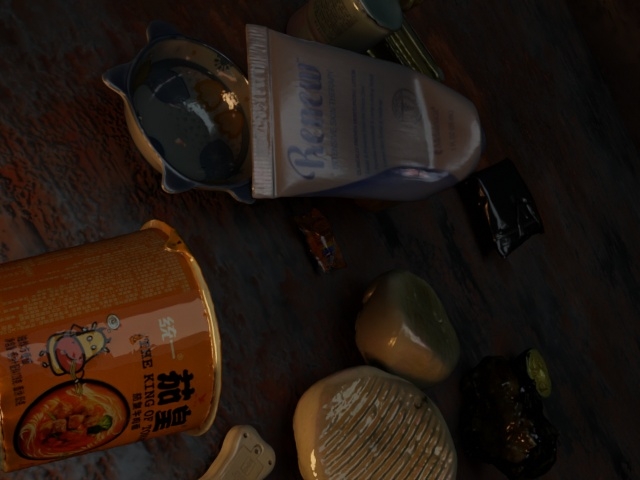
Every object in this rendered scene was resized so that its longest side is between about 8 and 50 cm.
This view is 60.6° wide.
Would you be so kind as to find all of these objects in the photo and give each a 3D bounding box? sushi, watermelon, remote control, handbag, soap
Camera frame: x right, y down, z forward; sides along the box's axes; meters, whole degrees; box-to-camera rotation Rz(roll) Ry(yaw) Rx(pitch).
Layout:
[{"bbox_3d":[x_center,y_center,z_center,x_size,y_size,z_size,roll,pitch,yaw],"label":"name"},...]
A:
[{"bbox_3d":[0.323,0.316,0.981,0.115,0.147,0.212,33,35,-24],"label":"sushi"},{"bbox_3d":[0.441,0.283,1.154,0.106,0.062,0.105,29,48,-38],"label":"watermelon"},{"bbox_3d":[-0.104,0.278,0.637,0.074,0.032,0.122,54,44,-14],"label":"remote control"},{"bbox_3d":[0.433,-0.081,1.281,0.254,0.089,0.211,-23,84,-46],"label":"handbag"},{"bbox_3d":[0.161,-0.389,1.149,0.233,0.076,0.135,47,46,-22],"label":"soap"}]

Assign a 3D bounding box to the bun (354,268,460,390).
[{"bbox_3d":[0.123,0.140,0.855,0.178,0.128,0.193,35,32,-31],"label":"bun"}]

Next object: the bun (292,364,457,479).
[{"bbox_3d":[0.064,0.284,0.740,0.237,0.116,0.210,34,56,-2],"label":"bun"}]

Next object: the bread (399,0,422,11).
[{"bbox_3d":[0.132,-0.608,1.179,0.311,0.121,0.172,-5,76,-47],"label":"bread"}]

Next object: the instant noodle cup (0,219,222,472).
[{"bbox_3d":[-0.211,0.096,0.492,0.172,0.216,0.215,-9,80,-37],"label":"instant noodle cup"}]

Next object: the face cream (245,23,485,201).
[{"bbox_3d":[0.082,-0.167,0.821,0.421,0.137,0.234,1,84,-32],"label":"face cream"}]

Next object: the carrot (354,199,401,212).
[{"bbox_3d":[0.021,-0.160,0.892,0.302,0.114,0.114,39,50,-32],"label":"carrot"}]

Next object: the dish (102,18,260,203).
[{"bbox_3d":[-0.179,-0.149,0.703,0.228,0.086,0.236,-1,75,-44],"label":"dish"}]

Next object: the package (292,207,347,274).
[{"bbox_3d":[0.001,-0.001,0.858,0.077,0.033,0.110,-21,84,-37],"label":"package"}]

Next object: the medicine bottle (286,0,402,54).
[{"bbox_3d":[0.038,-0.380,0.953,0.135,0.169,0.135,20,59,-38],"label":"medicine bottle"}]
